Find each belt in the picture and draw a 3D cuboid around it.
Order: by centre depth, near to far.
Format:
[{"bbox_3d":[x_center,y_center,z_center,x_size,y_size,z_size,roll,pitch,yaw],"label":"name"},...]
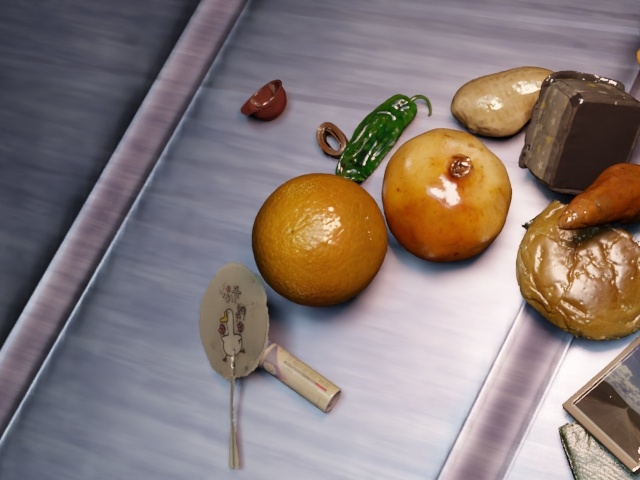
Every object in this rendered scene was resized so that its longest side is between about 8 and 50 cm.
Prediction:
[{"bbox_3d":[0.025,-0.210,2.099,0.059,0.036,0.083,-37,69,7],"label":"belt"}]

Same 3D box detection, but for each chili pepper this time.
[{"bbox_3d":[0.122,-0.217,2.062,0.100,0.074,0.257,38,90,17],"label":"chili pepper"}]

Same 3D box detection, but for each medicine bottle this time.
[{"bbox_3d":[-0.066,0.256,1.969,0.231,0.059,0.059,32,83,19],"label":"medicine bottle"}]

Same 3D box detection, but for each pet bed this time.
[{"bbox_3d":[0.488,-0.205,1.884,0.183,0.210,0.159,2,28,-18],"label":"pet bed"}]

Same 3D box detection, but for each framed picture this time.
[{"bbox_3d":[0.594,0.279,1.782,0.260,0.023,0.189,-40,51,-5],"label":"framed picture"}]

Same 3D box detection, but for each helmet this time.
[{"bbox_3d":[-0.113,-0.293,2.145,0.111,0.057,0.089,-38,33,6],"label":"helmet"}]

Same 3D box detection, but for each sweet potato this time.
[{"bbox_3d":[0.556,-0.086,1.806,0.112,0.359,0.112,9,102,50],"label":"sweet potato"}]

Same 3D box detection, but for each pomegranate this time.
[{"bbox_3d":[0.242,-0.092,1.896,0.265,0.264,0.264,-4,73,12],"label":"pomegranate"}]

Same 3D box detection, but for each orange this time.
[{"bbox_3d":[0.000,0.000,1.920,0.274,0.274,0.274,-4,73,12],"label":"orange"}]

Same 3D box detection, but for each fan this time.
[{"bbox_3d":[-0.175,0.248,1.976,0.233,0.012,0.414,-4,84,49],"label":"fan"}]

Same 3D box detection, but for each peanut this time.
[{"bbox_3d":[0.391,-0.278,1.989,0.253,0.122,0.137,-16,70,4],"label":"peanut"}]

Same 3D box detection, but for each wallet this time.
[{"bbox_3d":[0.541,0.427,1.778,0.160,0.055,0.236,-17,67,3],"label":"wallet"}]

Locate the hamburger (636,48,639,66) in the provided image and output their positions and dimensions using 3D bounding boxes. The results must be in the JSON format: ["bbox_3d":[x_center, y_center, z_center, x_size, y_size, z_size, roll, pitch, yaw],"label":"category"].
[{"bbox_3d":[0.724,-0.353,1.793,0.278,0.396,0.395,-3,73,13],"label":"hamburger"}]

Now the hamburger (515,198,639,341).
[{"bbox_3d":[0.488,0.070,1.855,0.309,0.132,0.211,39,82,18],"label":"hamburger"}]
